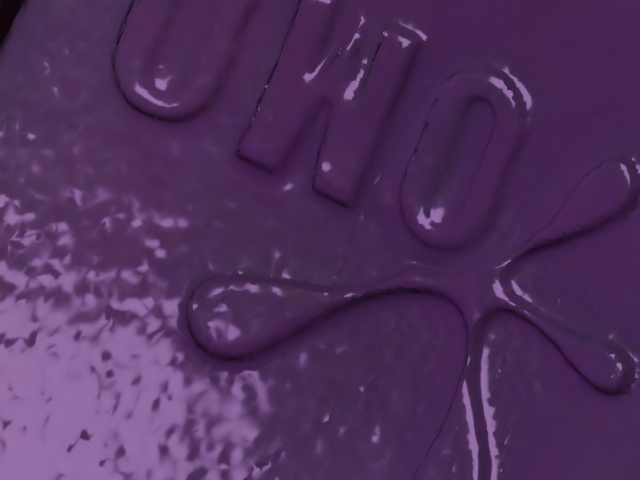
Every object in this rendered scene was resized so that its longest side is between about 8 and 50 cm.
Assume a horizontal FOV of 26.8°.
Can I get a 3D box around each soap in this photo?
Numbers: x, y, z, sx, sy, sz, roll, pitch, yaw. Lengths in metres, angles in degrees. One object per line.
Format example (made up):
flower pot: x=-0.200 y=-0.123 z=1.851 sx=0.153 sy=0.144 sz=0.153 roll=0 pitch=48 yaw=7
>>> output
soap: x=0.000 y=0.000 z=0.504 sx=0.296 sy=0.107 sz=0.285 roll=22 pitch=86 yaw=-21
